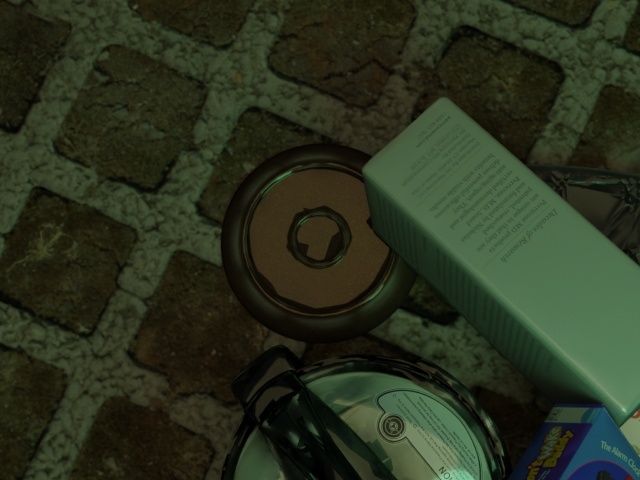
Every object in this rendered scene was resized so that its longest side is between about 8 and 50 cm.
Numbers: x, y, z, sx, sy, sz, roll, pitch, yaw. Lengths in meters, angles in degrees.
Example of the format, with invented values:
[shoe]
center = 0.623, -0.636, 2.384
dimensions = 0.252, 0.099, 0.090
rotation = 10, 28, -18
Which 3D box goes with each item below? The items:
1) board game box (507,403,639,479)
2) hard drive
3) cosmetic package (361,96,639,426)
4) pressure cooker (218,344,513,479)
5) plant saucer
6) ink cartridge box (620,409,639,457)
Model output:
[board game box]
center = 0.345, 0.401, 1.300
dimensions = 0.233, 0.078, 0.347
rotation = -48, 112, -31
[hard drive]
center = 0.360, -0.024, 1.615
dimensions = 0.255, 0.054, 0.171
rotation = 4, 82, 5
[cosmetic package]
center = 0.270, 0.043, 1.443
dimensions = 0.161, 0.230, 0.453
rotation = -42, 71, -9
[pressure cooker]
center = 0.058, 0.334, 1.398
dimensions = 0.370, 0.420, 0.375
rotation = 7, 82, 5
[plant saucer]
center = 0.000, 0.000, 1.638
dimensions = 0.311, 0.050, 0.310
rotation = 0, 83, 4
[ink cartridge box]
center = 0.446, 0.373, 1.518
dimensions = 0.211, 0.121, 0.289
rotation = 24, 83, 6
